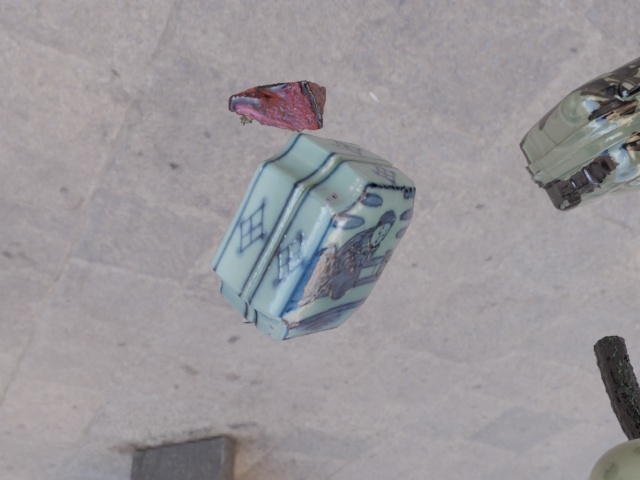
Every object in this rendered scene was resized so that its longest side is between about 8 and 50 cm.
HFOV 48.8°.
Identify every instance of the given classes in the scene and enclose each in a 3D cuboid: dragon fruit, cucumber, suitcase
[{"bbox_3d":[-0.088,-0.261,1.390,0.192,0.092,0.122,1,-176,6],"label":"dragon fruit"},{"bbox_3d":[0.664,0.346,1.519,0.081,0.303,0.072,-8,138,7],"label":"cucumber"},{"bbox_3d":[0.518,-0.186,1.091,0.351,0.194,0.339,-26,173,-9],"label":"suitcase"}]

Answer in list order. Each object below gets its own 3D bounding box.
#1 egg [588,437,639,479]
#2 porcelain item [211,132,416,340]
[{"bbox_3d":[0.455,0.342,0.888,0.241,0.186,0.186,24,137,2],"label":"egg"},{"bbox_3d":[0.000,0.000,1.048,0.281,0.157,0.286,0,123,-61],"label":"porcelain item"}]
